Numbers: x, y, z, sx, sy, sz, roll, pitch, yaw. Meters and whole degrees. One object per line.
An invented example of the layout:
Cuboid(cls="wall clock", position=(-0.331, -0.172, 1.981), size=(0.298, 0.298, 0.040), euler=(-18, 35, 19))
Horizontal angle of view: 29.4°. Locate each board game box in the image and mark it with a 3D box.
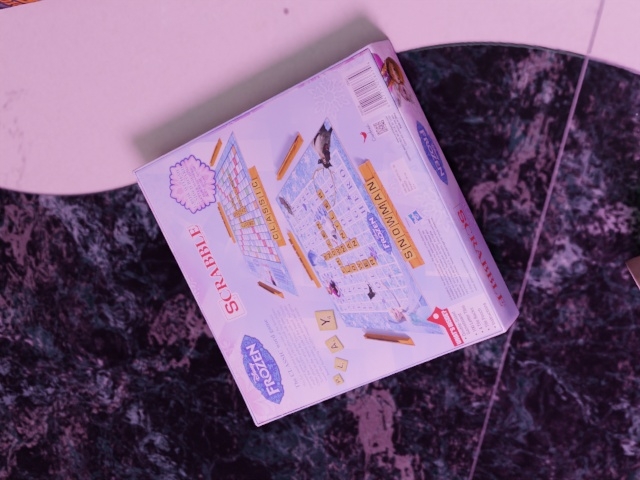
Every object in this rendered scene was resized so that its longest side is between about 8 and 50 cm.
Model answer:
Cuboid(cls="board game box", position=(0.000, 0.000, 1.298), size=(0.318, 0.066, 0.319), euler=(-24, 93, 27))

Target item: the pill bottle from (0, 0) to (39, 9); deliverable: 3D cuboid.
Cuboid(cls="pill bottle", position=(-0.320, -0.308, 1.259), size=(0.245, 0.130, 0.130), euler=(-7, 112, 22))

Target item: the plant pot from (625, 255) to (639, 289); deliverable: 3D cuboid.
Cuboid(cls="plant pot", position=(0.464, 0.064, 1.119), size=(0.274, 0.256, 0.256), euler=(-31, 102, 12))
